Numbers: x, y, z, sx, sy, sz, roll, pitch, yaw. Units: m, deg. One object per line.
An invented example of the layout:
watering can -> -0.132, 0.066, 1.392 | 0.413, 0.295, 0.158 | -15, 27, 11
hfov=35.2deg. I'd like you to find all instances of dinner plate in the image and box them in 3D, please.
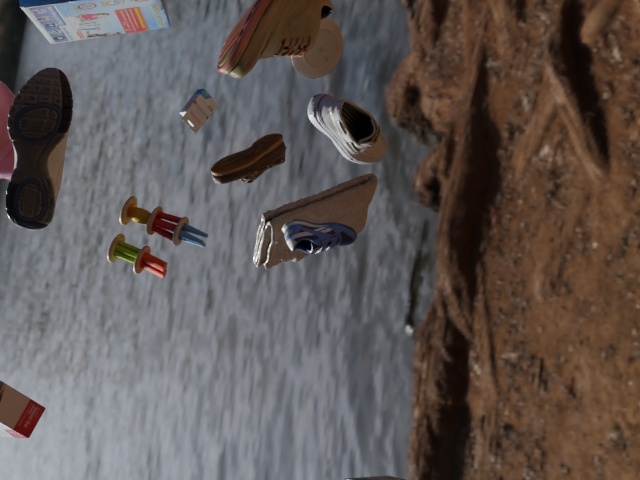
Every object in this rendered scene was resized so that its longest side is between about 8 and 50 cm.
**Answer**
dinner plate -> -0.004, -0.432, 2.275 | 0.017, 0.141, 0.141 | 35, 116, 48

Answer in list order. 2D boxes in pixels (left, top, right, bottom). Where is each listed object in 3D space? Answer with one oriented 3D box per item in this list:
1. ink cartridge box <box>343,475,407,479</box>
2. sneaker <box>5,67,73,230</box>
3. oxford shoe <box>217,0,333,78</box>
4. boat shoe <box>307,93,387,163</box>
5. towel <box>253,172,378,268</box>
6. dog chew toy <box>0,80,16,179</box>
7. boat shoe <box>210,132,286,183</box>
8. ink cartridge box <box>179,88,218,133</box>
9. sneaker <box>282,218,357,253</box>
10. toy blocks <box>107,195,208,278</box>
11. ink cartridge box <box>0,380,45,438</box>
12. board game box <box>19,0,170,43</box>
ink cartridge box -> 0.089, 0.509, 1.712 | 0.062, 0.109, 0.209 | 2, 86, 50
sneaker -> -0.516, -0.173, 1.854 | 0.129, 0.111, 0.297 | -111, 34, -75
oxford shoe -> -0.073, -0.419, 1.983 | 0.140, 0.146, 0.397 | -38, 16, 44
boat shoe -> 0.066, -0.187, 1.775 | 0.075, 0.226, 0.083 | 11, 83, 38
towel -> -0.009, -0.037, 2.133 | 0.049, 0.282, 0.187 | 57, 156, 24
dog chew toy -> -0.712, -0.228, 2.194 | 0.332, 0.206, 0.207 | 51, -138, -69
boat shoe -> -0.148, -0.160, 2.170 | 0.073, 0.207, 0.073 | 22, 130, 39
ink cartridge box -> -0.251, -0.261, 2.046 | 0.028, 0.048, 0.083 | 5, 54, 50
sneaker -> 0.000, 0.000, 1.883 | 0.053, 0.144, 0.059 | 112, 155, -47
toy blocks -> -0.270, 0.008, 1.693 | 0.054, 0.148, 0.123 | -27, -43, -75
ink cartridge box -> -0.560, 0.272, 1.708 | 0.109, 0.150, 0.063 | -10, 47, 50
board game box -> -0.519, -0.558, 2.353 | 0.308, 0.302, 0.086 | 129, 132, -85
